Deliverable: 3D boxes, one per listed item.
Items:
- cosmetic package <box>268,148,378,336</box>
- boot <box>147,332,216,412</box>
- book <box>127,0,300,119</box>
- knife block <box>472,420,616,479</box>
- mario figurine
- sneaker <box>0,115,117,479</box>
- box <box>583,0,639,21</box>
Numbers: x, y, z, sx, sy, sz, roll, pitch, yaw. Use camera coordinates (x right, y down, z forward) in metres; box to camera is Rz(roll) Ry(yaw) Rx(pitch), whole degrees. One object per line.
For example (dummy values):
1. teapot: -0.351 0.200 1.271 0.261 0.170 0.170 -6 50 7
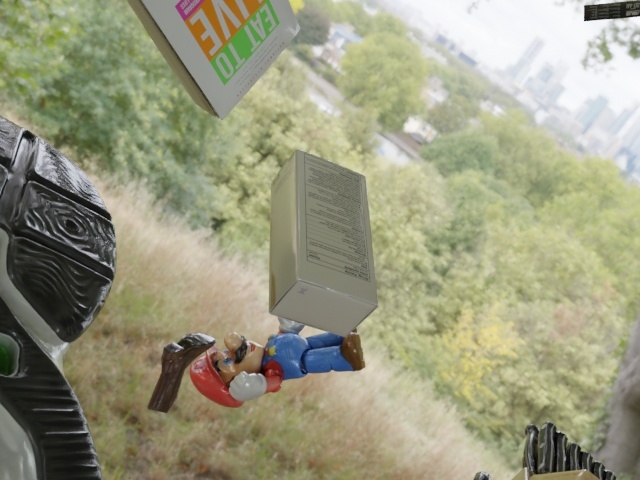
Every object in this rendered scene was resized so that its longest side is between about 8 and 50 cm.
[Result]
1. cosmetic package: 0.000 0.000 0.511 0.060 0.041 0.115 21 44 -22
2. boot: -0.210 0.201 1.171 0.037 0.114 0.106 30 25 33
3. book: -0.071 -0.161 0.513 0.035 0.096 0.144 36 -12 30
4. knife block: 0.160 0.276 0.639 0.088 0.276 0.242 38 -25 3
5. mario figurine: -0.087 0.199 1.425 0.198 0.320 0.170 86 -11 -78
6. sneaker: -0.279 0.107 0.528 0.169 0.257 0.448 33 26 -36
7. box: 0.341 -0.255 0.855 0.083 0.018 0.067 6 18 35
